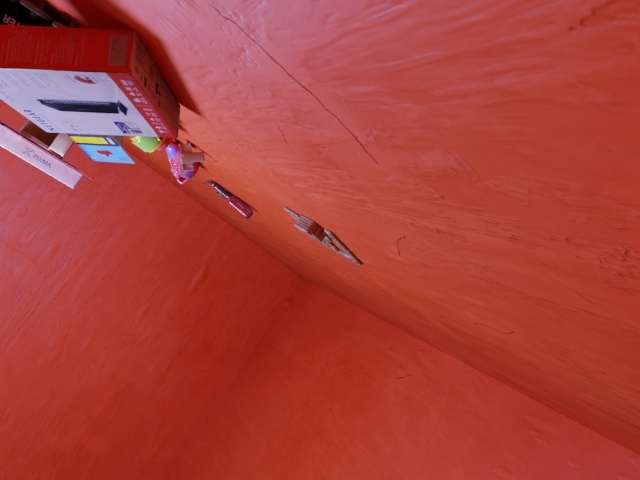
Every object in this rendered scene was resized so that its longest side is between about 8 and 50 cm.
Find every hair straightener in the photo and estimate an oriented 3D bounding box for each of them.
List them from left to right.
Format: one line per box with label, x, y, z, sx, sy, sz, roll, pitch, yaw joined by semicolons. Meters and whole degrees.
hair straightener;-0.361;-0.162;2.210;0.230;0.047;0.089;34;172;4

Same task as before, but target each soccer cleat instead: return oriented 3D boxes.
soccer cleat;-0.475;-0.260;1.903;0.083;0.095;0.248;34;173;6

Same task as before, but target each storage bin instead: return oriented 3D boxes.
storage bin;-0.844;-0.418;1.860;0.123;0.262;0.260;39;171;-35

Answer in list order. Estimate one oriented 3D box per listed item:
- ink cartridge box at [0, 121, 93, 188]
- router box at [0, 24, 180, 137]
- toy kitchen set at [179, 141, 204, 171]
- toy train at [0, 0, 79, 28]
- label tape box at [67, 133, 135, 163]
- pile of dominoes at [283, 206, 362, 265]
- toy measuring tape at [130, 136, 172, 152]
ink cartridge box;-0.906;-0.270;1.810;0.296;0.066;0.261;37;173;-38
router box;-0.466;-0.301;1.116;0.301;0.082;0.335;2;171;0
toy kitchen set;-0.387;-0.251;1.711;0.068;0.083;0.075;-7;180;-11
toy train;-0.623;-0.448;1.263;0.333;0.142;0.190;32;-176;5
label tape box;-0.689;-0.380;1.648;0.240;0.106;0.334;10;149;36
pile of dominoes;0.000;0.000;1.706;0.196;0.040;0.251;29;170;37
toy measuring tape;-0.495;-0.313;1.591;0.121;0.121;0.330;39;171;-34
